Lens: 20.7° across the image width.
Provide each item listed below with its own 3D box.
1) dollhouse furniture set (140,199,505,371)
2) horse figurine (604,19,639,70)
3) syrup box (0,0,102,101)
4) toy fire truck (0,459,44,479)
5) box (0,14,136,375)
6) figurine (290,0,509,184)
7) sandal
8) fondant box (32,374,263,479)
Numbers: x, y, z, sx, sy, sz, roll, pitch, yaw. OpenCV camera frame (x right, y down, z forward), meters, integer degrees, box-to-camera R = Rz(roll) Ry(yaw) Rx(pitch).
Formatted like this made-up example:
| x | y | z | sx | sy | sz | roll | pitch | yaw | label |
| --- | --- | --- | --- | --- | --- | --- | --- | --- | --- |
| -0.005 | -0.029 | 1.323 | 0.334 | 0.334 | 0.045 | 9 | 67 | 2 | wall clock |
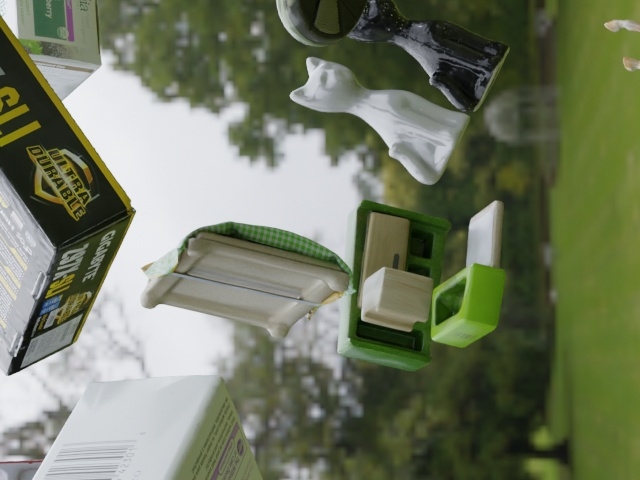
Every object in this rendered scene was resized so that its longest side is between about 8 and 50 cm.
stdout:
| x | y | z | sx | sy | sz | roll | pitch | yaw | label |
| --- | --- | --- | --- | --- | --- | --- | --- | --- | --- |
| 0.000 | 0.000 | 1.617 | 0.197 | 0.301 | 0.151 | 139 | 142 | -64 | dollhouse furniture set |
| 0.354 | -0.262 | 1.708 | 0.066 | 0.174 | 0.263 | -6 | -94 | -54 | horse figurine |
| -0.314 | -0.177 | 1.763 | 0.237 | 0.096 | 0.093 | -31 | 60 | 51 | syrup box |
| -0.277 | 0.326 | 1.783 | 0.169 | 0.302 | 0.254 | 94 | 171 | -48 | toy fire truck |
| -0.286 | -0.080 | 1.383 | 0.322 | 0.079 | 0.257 | 54 | 153 | 12 | box |
| 0.089 | -0.194 | 2.088 | 0.215 | 0.209 | 0.092 | -59 | -5 | -36 | figurine |
| 0.009 | -0.313 | 1.675 | 0.120 | 0.086 | 0.303 | 40 | -124 | -28 | sandal |
| -0.083 | 0.278 | 1.008 | 0.238 | 0.096 | 0.330 | -64 | -38 | -51 | fondant box |
